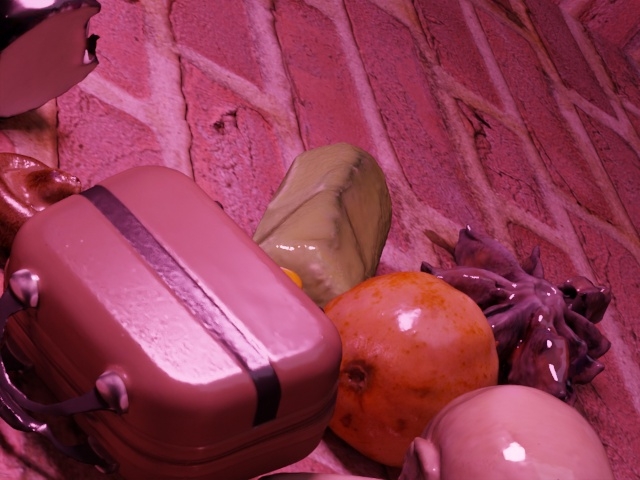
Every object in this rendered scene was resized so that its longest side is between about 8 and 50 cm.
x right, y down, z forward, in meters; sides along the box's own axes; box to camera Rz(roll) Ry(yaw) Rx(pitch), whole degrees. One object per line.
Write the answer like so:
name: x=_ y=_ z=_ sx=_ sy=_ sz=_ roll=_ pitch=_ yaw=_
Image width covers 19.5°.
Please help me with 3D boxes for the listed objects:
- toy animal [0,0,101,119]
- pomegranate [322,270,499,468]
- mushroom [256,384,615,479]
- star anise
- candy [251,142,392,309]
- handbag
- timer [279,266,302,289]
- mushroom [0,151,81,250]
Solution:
toy animal: x=-0.354 y=-0.270 z=1.955 sx=0.212 sy=0.212 sz=0.267 roll=3 pitch=50 yaw=-57
pomegranate: x=0.084 y=0.132 z=1.934 sx=0.207 sy=0.207 sz=0.207 roll=34 pitch=23 yaw=-17
mushroom: x=0.099 y=0.263 z=1.653 sx=0.336 sy=0.314 sz=0.314 roll=11 pitch=31 yaw=-14
star anise: x=0.237 y=0.115 z=2.322 sx=0.359 sy=0.139 sz=0.316 roll=-6 pitch=41 yaw=-41
candy: x=0.000 y=0.000 z=2.143 sx=0.343 sy=0.132 sz=0.142 roll=-64 pitch=147 yaw=-65
handbag: x=-0.159 y=0.089 z=1.616 sx=0.283 sy=0.149 sz=0.302 roll=-23 pitch=55 yaw=-32
timer: x=-0.072 y=0.052 z=1.933 sx=0.107 sy=0.109 sz=0.107 roll=-4 pitch=20 yaw=1
mushroom: x=-0.285 y=-0.034 z=1.788 sx=0.109 sy=0.085 sz=0.126 roll=-2 pitch=37 yaw=-8
